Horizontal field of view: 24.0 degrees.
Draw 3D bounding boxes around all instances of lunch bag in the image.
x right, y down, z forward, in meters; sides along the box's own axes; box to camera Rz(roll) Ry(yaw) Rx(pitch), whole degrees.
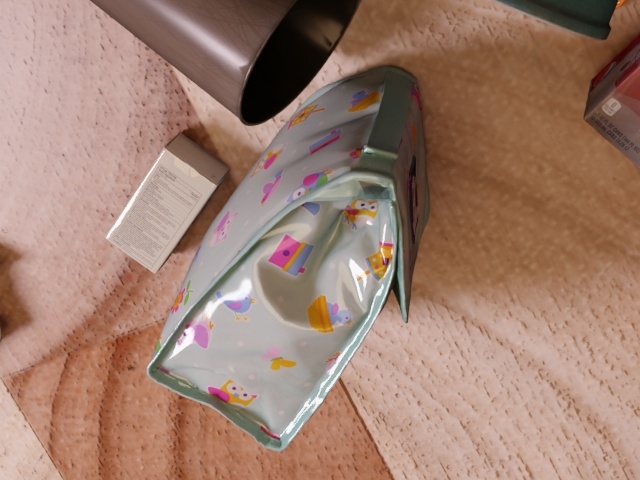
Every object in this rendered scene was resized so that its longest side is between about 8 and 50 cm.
[{"bbox_3d":[0.000,0.000,1.212,0.160,0.223,0.262,32,118,-7],"label":"lunch bag"}]

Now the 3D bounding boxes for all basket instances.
[{"bbox_3d":[-0.103,-0.215,1.170,0.227,0.204,0.154,35,104,8],"label":"basket"}]

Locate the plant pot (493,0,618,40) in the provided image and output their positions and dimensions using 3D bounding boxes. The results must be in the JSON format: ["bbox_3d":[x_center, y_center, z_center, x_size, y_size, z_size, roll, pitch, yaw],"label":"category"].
[{"bbox_3d":[0.129,-0.307,1.014,0.272,0.271,0.255,26,106,3],"label":"plant pot"}]

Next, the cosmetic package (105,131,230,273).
[{"bbox_3d":[-0.136,-0.033,1.339,0.060,0.041,0.115,37,119,-3],"label":"cosmetic package"}]

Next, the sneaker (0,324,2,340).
[{"bbox_3d":[-0.351,0.097,1.451,0.086,0.064,0.192,15,115,15],"label":"sneaker"}]

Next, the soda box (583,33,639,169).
[{"bbox_3d":[0.330,-0.054,1.162,0.263,0.083,0.092,40,120,-9],"label":"soda box"}]

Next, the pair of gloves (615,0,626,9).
[{"bbox_3d":[0.264,-0.193,1.161,0.083,0.010,0.074,38,120,-7],"label":"pair of gloves"}]
